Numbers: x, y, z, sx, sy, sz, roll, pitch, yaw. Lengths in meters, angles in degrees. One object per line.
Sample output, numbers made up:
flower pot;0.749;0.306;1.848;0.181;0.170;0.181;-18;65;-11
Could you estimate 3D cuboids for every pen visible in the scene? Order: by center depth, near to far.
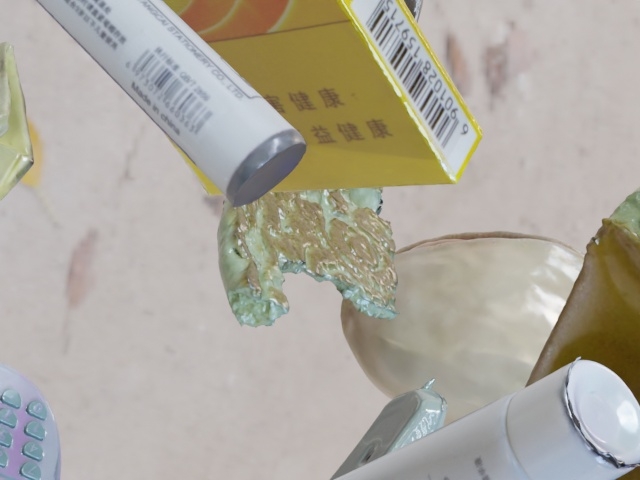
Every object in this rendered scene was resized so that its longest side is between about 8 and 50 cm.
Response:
pen;-0.079;-0.083;0.492;0.025;0.204;0.025;-39;160;-17

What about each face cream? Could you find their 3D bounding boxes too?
face cream;0.057;0.130;0.921;0.092;0.244;0.058;51;40;-3

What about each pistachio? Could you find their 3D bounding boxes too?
pistachio;0.183;0.098;2.019;0.230;0.309;0.229;12;90;-75

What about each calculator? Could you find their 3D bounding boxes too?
calculator;-0.340;0.242;1.765;0.186;0.041;0.298;27;51;-21

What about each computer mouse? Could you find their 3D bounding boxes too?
computer mouse;0.063;0.205;1.717;0.056;0.089;0.181;45;70;-22

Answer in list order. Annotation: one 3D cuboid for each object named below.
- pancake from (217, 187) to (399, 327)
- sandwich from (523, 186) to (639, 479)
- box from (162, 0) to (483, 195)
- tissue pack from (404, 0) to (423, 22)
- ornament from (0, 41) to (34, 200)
pancake;-0.004;0.003;1.698;0.197;0.054;0.376;49;26;7
sandwich;0.169;0.095;1.024;0.227;0.198;0.155;59;31;-3
box;-0.055;-0.125;0.786;0.269;0.152;0.043;56;49;-33
tissue pack;0.060;-0.286;1.964;0.170;0.090;0.103;82;25;-52
ornament;-0.312;-0.103;1.555;0.180;0.201;0.059;-56;137;-27
